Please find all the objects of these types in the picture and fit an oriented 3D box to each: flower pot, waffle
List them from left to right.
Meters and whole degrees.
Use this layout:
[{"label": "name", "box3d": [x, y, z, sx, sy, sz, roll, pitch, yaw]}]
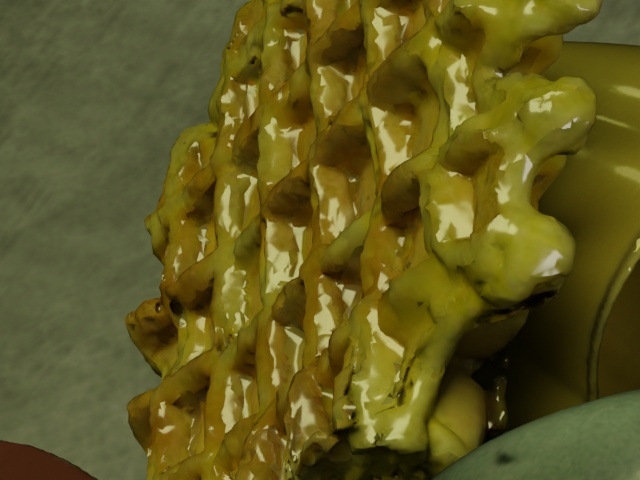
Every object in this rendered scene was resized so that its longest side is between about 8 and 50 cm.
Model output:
[{"label": "waffle", "box3d": [0.003, 0.001, 0.739, 0.312, 0.060, 0.307, 21, 97, 67]}, {"label": "flower pot", "box3d": [0.125, 0.011, 0.758, 0.195, 0.195, 0.179, -37, 36, -13]}]

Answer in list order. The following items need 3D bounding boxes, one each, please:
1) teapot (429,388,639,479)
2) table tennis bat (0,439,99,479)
[{"label": "teapot", "box3d": [0.161, 0.219, 0.581, 0.223, 0.305, 0.285, -36, 43, 40]}, {"label": "table tennis bat", "box3d": [-0.118, 0.166, 0.811, 0.246, 0.022, 0.138, 29, 65, 39]}]
